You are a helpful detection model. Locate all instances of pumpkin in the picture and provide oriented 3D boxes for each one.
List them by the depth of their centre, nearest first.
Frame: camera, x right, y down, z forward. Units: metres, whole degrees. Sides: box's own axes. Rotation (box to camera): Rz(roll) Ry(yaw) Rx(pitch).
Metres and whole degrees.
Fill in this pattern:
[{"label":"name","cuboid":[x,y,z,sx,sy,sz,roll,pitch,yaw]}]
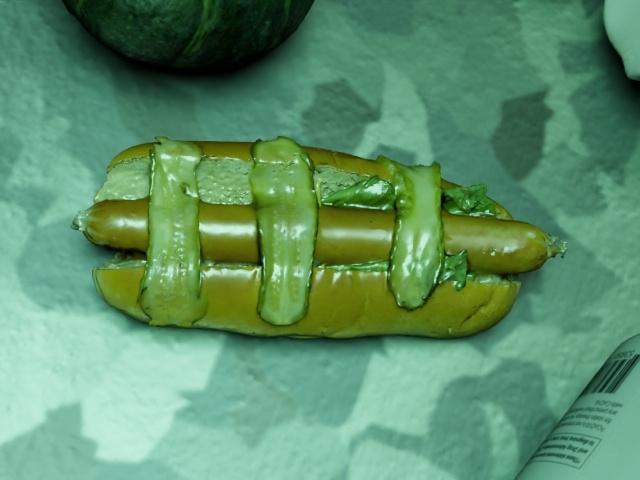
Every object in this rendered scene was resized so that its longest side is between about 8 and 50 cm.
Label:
[{"label":"pumpkin","cuboid":[-0.076,-0.173,0.694,0.167,0.125,0.167,4,65,-9]}]

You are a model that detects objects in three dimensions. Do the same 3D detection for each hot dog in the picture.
[{"label":"hot dog","cuboid":[0.000,0.000,0.683,0.269,0.072,0.109,3,74,-8]}]

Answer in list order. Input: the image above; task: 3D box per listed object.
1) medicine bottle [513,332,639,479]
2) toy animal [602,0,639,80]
[{"label":"medicine bottle","cuboid":[0.134,0.192,0.599,0.157,0.157,0.288,42,71,4]},{"label":"toy animal","cuboid":[0.338,-0.131,0.724,0.265,0.271,0.206,15,40,-29]}]
